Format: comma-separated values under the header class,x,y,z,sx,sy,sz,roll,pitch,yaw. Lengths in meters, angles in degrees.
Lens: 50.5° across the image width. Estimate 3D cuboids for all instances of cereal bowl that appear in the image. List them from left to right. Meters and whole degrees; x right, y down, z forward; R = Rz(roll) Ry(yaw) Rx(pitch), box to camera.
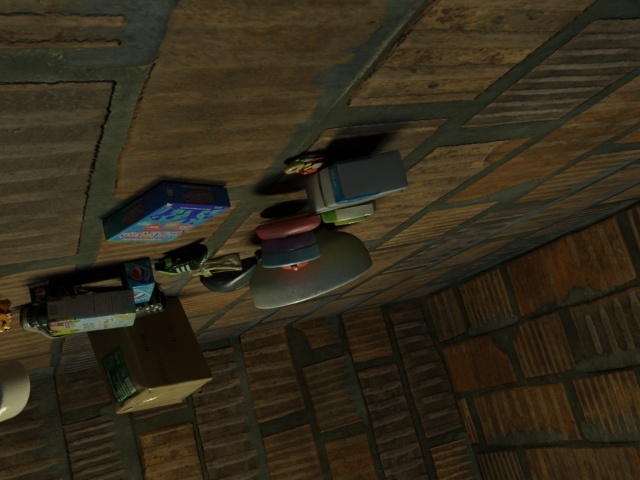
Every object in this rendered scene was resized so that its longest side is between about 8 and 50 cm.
class,x,y,z,sx,sy,sz,roll,pitch,yaw
cereal bowl,-0.040,0.057,1.829,0.338,0.141,0.339,-20,-172,3

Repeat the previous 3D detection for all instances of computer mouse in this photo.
class,x,y,z,sx,sy,sz,roll,pitch,yaw
computer mouse,-0.240,0.106,2.070,0.272,0.072,0.188,-19,168,15

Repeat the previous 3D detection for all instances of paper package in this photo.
class,x,y,z,sx,sy,sz,roll,pitch,yaw
paper package,-0.548,0.355,2.167,0.168,0.325,0.309,-38,158,25

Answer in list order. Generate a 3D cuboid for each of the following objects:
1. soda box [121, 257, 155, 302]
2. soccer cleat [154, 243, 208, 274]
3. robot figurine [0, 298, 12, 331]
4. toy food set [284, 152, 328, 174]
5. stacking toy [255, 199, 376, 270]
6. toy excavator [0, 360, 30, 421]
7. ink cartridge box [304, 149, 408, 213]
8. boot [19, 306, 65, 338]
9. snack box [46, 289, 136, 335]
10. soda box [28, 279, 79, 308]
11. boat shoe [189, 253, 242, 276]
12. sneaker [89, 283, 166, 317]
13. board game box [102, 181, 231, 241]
class,x,y,z,sx,sy,sz,roll,pitch,yaw
soda box,-0.486,0.112,1.800,0.067,0.071,0.210,-10,167,-20
soccer cleat,-0.355,0.053,1.733,0.179,0.060,0.072,-22,165,39
robot figurine,-0.805,0.138,1.388,0.211,0.085,0.291,25,-168,38
toy food set,-0.026,-0.149,1.331,0.082,0.020,0.083,-20,166,21
stacking toy,0.000,0.000,1.537,0.279,0.130,0.309,-11,-175,4
toy excavator,-0.864,0.274,1.403,0.445,0.433,0.222,-40,170,15
ink cartridge box,0.066,-0.114,1.361,0.139,0.082,0.190,-14,-179,-21
boot,-0.718,0.225,1.946,0.178,0.085,0.236,-9,165,11
snack box,-0.581,0.184,1.730,0.207,0.070,0.174,-7,165,-19
soda box,-0.683,0.145,1.752,0.060,0.053,0.169,-16,168,1
boat shoe,-0.300,0.080,1.937,0.153,0.048,0.056,-15,167,-1
sneaker,-0.551,0.175,1.951,0.146,0.105,0.295,-20,173,14
board game box,-0.308,-0.052,1.355,0.210,0.047,0.160,-24,165,38
